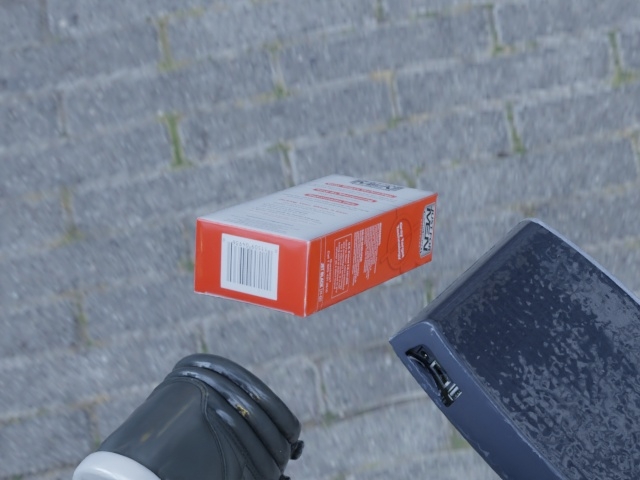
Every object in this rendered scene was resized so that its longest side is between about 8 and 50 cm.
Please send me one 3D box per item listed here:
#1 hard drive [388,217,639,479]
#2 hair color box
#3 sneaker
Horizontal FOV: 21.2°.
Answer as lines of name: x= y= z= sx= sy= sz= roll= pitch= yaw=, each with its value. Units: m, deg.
hard drive: x=0.192 y=0.112 z=1.233 sx=0.172 sy=0.054 sz=0.255 roll=-40 pitch=82 yaw=-25
hair color box: x=0.000 y=0.000 z=0.920 sx=0.072 sy=0.141 sz=0.043 roll=12 pitch=108 yaw=30
sneaker: x=-0.058 y=0.197 z=1.123 sx=0.104 sy=0.296 sz=0.147 roll=15 pitch=49 yaw=30
